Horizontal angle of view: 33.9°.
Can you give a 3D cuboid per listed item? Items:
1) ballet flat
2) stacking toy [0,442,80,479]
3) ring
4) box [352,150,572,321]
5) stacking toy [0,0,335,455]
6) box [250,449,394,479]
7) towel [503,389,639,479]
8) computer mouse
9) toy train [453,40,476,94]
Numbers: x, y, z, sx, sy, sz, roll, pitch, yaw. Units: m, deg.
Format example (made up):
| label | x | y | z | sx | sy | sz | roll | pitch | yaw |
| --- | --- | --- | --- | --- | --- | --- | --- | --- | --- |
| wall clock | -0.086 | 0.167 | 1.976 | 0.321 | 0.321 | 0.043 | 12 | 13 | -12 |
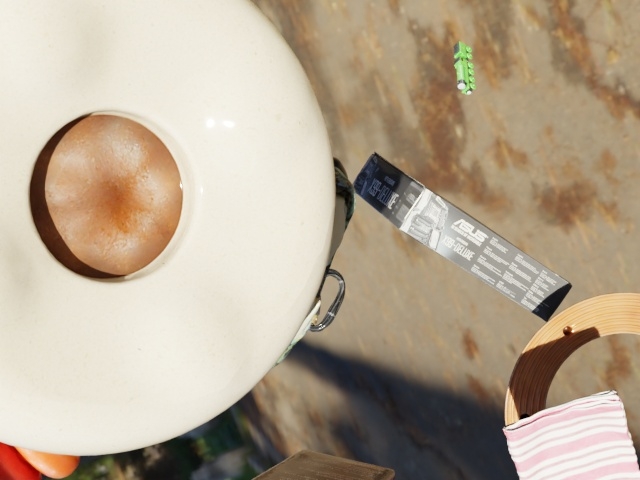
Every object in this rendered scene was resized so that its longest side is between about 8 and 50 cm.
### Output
| label | x | y | z | sx | sy | sz | roll | pitch | yaw |
| --- | --- | --- | --- | --- | --- | --- | --- | --- | --- |
| ballet flat | -0.019 | 0.026 | 0.891 | 0.070 | 0.070 | 0.188 | -156 | 83 | -74 |
| stacking toy | -0.217 | 0.139 | 0.988 | 0.141 | 0.330 | 0.141 | 50 | 175 | 5 |
| ring | 0.427 | 0.238 | 1.517 | 0.032 | 0.337 | 0.336 | -133 | 23 | -81 |
| box | 0.217 | -0.009 | 1.664 | 0.307 | 0.076 | 0.242 | 31 | -174 | -22 |
| stacking toy | -0.244 | -0.038 | 0.872 | 0.480 | 0.351 | 0.350 | 5 | 117 | 58 |
| box | -0.034 | 0.371 | 1.184 | 0.381 | 0.143 | 0.191 | -2 | -80 | -70 |
| towel | 0.313 | 0.276 | 1.268 | 0.029 | 0.144 | 0.197 | -99 | -12 | -62 |
| computer mouse | 0.000 | 0.000 | 1.381 | 0.041 | 0.071 | 0.242 | 38 | -130 | -61 |
| toy train | 0.177 | -0.213 | 1.297 | 0.017 | 0.024 | 0.083 | -40 | 36 | 40 |
